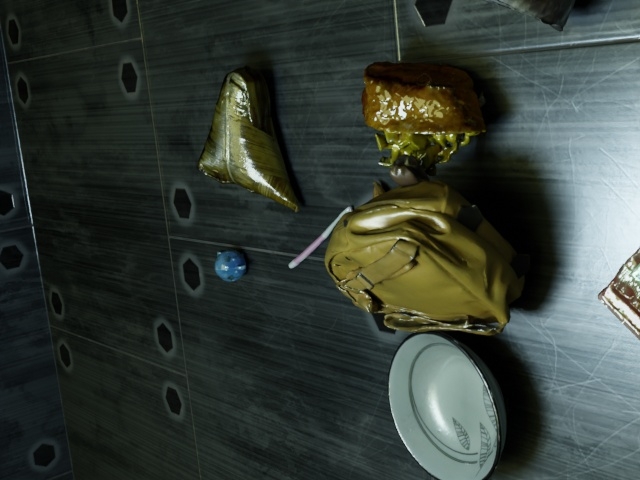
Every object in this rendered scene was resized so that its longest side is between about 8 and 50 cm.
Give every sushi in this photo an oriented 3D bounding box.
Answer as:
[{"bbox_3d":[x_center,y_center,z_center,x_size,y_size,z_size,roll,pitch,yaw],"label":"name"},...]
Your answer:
[{"bbox_3d":[0.179,-0.235,1.663,0.296,0.167,0.179,14,122,26],"label":"sushi"}]

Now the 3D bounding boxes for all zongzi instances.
[{"bbox_3d":[-0.132,-0.233,2.086,0.288,0.134,0.286,32,121,25],"label":"zongzi"}]

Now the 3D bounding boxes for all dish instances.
[{"bbox_3d":[0.271,0.321,1.773,0.316,0.106,0.316,19,115,49],"label":"dish"}]

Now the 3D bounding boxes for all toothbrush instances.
[{"bbox_3d":[0.000,0.000,2.067,0.025,0.020,0.286,59,139,10],"label":"toothbrush"}]

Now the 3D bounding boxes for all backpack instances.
[{"bbox_3d":[0.179,0.033,1.655,0.378,0.201,0.353,-6,137,47],"label":"backpack"}]

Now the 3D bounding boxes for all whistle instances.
[{"bbox_3d":[-0.245,0.065,2.335,0.158,0.090,0.090,4,104,50],"label":"whistle"}]

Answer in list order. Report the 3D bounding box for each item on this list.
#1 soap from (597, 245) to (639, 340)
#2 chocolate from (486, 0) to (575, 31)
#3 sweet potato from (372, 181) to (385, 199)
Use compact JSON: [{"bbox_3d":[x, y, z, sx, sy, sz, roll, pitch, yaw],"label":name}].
[{"bbox_3d":[0.565,0.110,1.350,0.273,0.098,0.218,50,135,28],"label":"soap"},{"bbox_3d":[0.280,-0.476,1.383,0.303,0.303,0.213,38,112,38],"label":"chocolate"},{"bbox_3d":[0.140,0.032,1.871,0.072,0.066,0.314,-15,88,14],"label":"sweet potato"}]
